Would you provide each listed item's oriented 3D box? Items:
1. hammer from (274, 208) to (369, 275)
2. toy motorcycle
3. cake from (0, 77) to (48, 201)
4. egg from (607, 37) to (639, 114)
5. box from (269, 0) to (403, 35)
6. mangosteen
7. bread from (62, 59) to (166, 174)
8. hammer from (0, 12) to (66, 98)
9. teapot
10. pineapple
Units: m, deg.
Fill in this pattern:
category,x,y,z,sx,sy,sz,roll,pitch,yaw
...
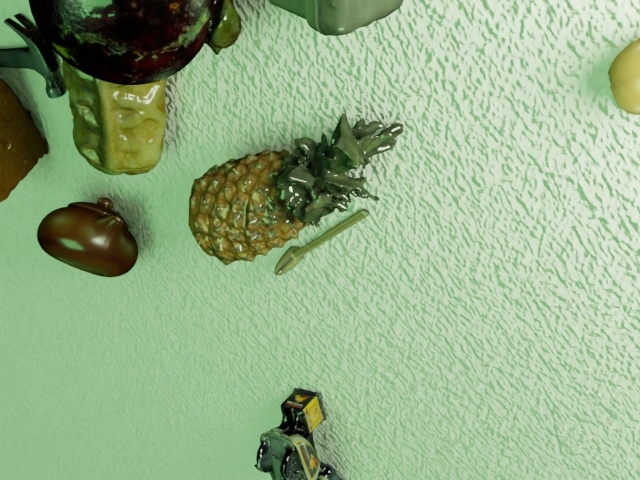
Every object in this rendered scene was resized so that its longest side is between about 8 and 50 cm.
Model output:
category,x,y,z,sx,sy,sz,roll,pitch,yaw
hammer,0.000,0.000,1.337,0.195,0.060,0.028,-33,99,42
toy motorcycle,-0.030,0.416,1.599,0.091,0.157,0.263,7,123,36
cake,-0.664,-0.189,1.563,0.293,0.196,0.199,15,149,31
egg,0.350,-0.176,0.924,0.096,0.080,0.080,-25,105,43
box,0.021,-0.349,0.993,0.129,0.148,0.210,29,136,31
mangosteen,-0.229,-0.333,1.112,0.288,0.288,0.288,19,131,24
bread,-0.308,-0.217,1.343,0.152,0.130,0.268,16,130,14
hammer,-0.562,-0.317,1.517,0.290,0.037,0.137,9,127,31
teapot,-0.413,-0.013,1.590,0.178,0.135,0.252,32,164,-30
pineapple,-0.029,-0.074,1.235,0.340,0.169,0.169,-19,110,35
